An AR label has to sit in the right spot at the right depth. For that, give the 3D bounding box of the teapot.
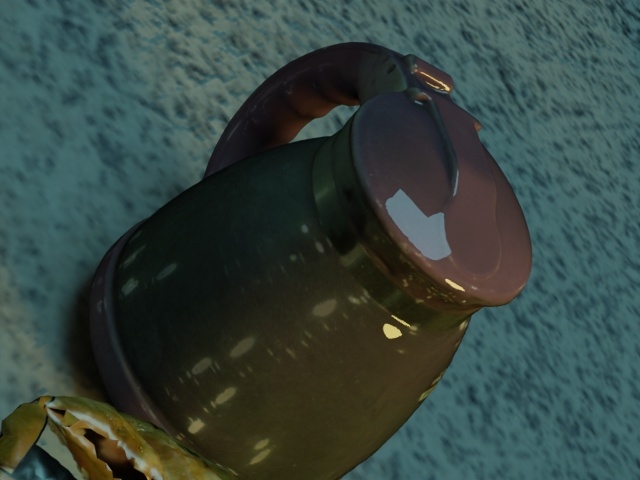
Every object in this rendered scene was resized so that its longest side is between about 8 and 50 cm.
[{"bbox_3d":[0.006,0.008,0.580,0.116,0.146,0.148,45,34,-11],"label":"teapot"}]

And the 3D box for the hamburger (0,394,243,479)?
[{"bbox_3d":[-0.058,0.155,0.410,0.231,0.107,0.231,30,44,-34],"label":"hamburger"}]
